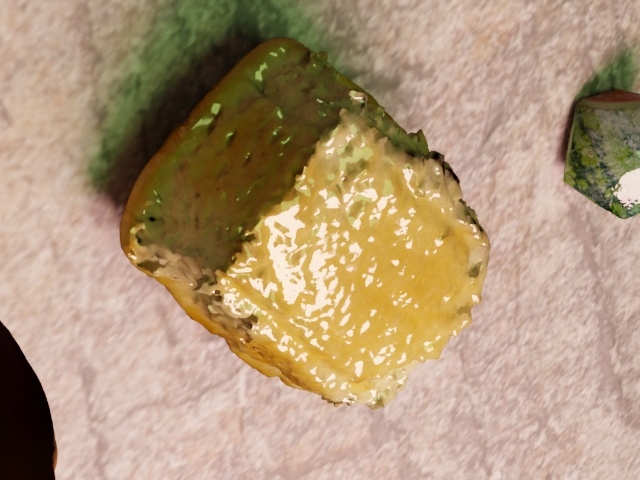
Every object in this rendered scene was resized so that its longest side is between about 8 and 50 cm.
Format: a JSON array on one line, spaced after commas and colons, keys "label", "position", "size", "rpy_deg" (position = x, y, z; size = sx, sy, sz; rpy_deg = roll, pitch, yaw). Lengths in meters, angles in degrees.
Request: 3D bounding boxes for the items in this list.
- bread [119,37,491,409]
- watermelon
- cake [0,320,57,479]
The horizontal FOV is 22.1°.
[{"label": "bread", "position": [0.000, 0.000, 0.968], "size": [0.174, 0.121, 0.245], "rpy_deg": [-48, 143, 1]}, {"label": "watermelon", "position": [0.225, -0.068, 1.190], "size": [0.072, 0.092, 0.084], "rpy_deg": [-70, 172, -54]}, {"label": "cake", "position": [-0.242, 0.113, 0.785], "size": [0.207, 0.178, 0.185], "rpy_deg": [50, 51, -15]}]
